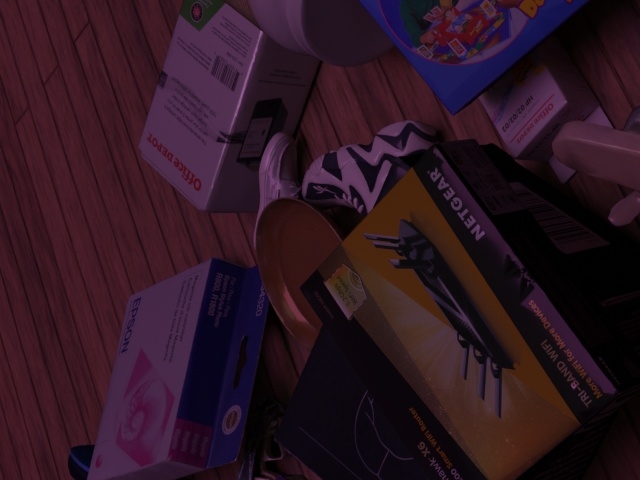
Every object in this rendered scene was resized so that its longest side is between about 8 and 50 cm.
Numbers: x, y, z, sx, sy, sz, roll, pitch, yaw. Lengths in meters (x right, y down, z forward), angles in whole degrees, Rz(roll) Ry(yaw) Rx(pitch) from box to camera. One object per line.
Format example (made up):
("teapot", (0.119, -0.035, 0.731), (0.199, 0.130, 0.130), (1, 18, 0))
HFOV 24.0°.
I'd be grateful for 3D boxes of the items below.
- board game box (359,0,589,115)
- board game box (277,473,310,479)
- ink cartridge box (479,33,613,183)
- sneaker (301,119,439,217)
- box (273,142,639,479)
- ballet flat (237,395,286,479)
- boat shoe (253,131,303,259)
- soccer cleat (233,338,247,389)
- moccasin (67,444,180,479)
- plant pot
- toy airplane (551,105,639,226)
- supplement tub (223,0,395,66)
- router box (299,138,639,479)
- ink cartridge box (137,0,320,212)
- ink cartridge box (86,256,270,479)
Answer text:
("board game box", (0.209, -0.339, 1.663), (0.347, 0.078, 0.233), (-40, 89, 25))
("board game box", (-0.024, 0.505, 1.961), (0.208, 0.056, 0.347), (25, 104, 56))
("ink cartridge box", (0.254, -0.166, 1.761), (0.104, 0.061, 0.181), (-51, 53, 37))
("sneaker", (0.066, -0.045, 1.958), (0.235, 0.094, 0.153), (-22, 63, 37))
("box", (0.173, 0.137, 1.693), (0.293, 0.212, 0.395), (38, 118, 28))
("ballet flat", (-0.081, 0.319, 2.158), (0.070, 0.070, 0.188), (18, 106, 49))
("boat shoe", (-0.052, -0.059, 2.130), (0.063, 0.066, 0.184), (18, 101, 36))
("soccer cleat", (-0.157, 0.230, 2.236), (0.068, 0.076, 0.196), (38, 117, 44))
("moccasin", (-0.296, 0.418, 2.356), (0.342, 0.138, 0.117), (22, 110, 49))
("plant pot", (-0.006, 0.048, 2.046), (0.236, 0.032, 0.236), (32, 133, 41))
("toy airplane", (0.438, -0.026, 1.375), (0.386, 0.272, 0.384), (49, 147, -2))
("supplement tub", (-0.031, -0.385, 1.974), (0.325, 0.235, 0.235), (43, 121, 42))
("router box", (0.148, 0.091, 1.517), (0.243, 0.081, 0.309), (-48, 67, 33))
("ink cartridge box", (-0.134, -0.211, 2.182), (0.211, 0.121, 0.289), (43, 121, 42))
("ink cartridge box", (-0.210, 0.194, 2.219), (0.330, 0.071, 0.324), (-26, 46, 48))
